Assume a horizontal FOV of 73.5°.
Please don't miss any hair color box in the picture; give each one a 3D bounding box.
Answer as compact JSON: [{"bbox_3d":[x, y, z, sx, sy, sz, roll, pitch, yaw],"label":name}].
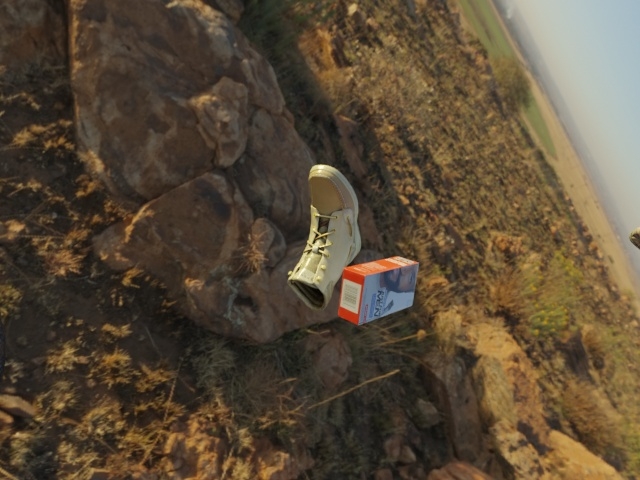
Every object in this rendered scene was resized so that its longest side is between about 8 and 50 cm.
[{"bbox_3d":[0.111,0.088,0.792,0.167,0.053,0.093,-9,110,-46],"label":"hair color box"}]

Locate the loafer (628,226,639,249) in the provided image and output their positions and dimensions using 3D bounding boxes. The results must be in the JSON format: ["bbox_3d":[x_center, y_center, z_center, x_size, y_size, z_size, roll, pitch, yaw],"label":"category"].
[{"bbox_3d":[0.595,0.023,0.736,0.125,0.045,0.039,45,8,25],"label":"loafer"}]

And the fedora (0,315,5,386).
[{"bbox_3d":[-0.431,0.108,0.295,0.334,0.152,0.335,2,88,-60],"label":"fedora"}]

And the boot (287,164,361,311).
[{"bbox_3d":[0.000,0.000,0.881,0.204,0.095,0.262,-57,147,-36],"label":"boot"}]
